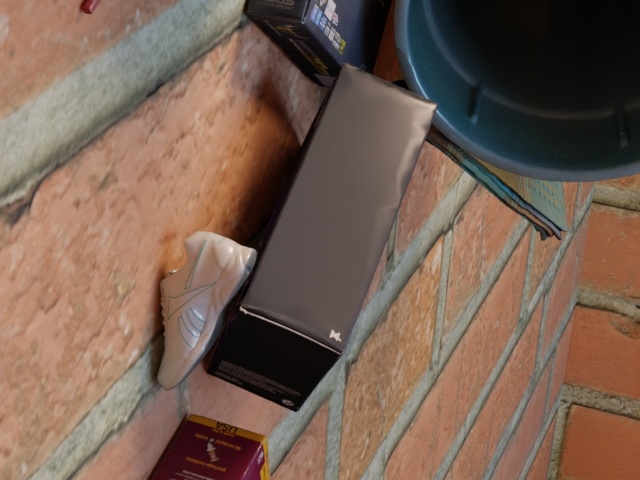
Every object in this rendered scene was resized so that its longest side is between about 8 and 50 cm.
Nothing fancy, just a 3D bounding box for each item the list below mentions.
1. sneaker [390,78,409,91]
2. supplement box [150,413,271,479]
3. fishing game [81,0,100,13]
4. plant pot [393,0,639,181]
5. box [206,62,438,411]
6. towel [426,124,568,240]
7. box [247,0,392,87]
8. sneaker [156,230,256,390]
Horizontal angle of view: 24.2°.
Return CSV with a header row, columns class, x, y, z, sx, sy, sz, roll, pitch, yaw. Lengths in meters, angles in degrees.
class,x,y,z,sx,sy,sz,roll,pitch,yaw
sneaker,0.077,-0.141,1.608,0.232,0.090,0.081,-48,147,-64
supplement box,-0.116,0.262,1.321,0.104,0.081,0.188,86,25,-44
fishing game,-0.135,-0.278,0.937,0.264,0.041,0.189,79,31,-54
plant pot,0.253,-0.293,1.491,0.334,0.341,0.341,-80,172,-51
box,0.000,0.000,1.359,0.184,0.103,0.261,126,-13,-64
towel,0.189,-0.176,1.684,0.370,0.040,0.271,30,52,-56
box,0.015,-0.254,1.377,0.233,0.059,0.183,36,67,-71
sneaker,-0.108,0.057,1.250,0.152,0.061,0.054,-63,176,23
